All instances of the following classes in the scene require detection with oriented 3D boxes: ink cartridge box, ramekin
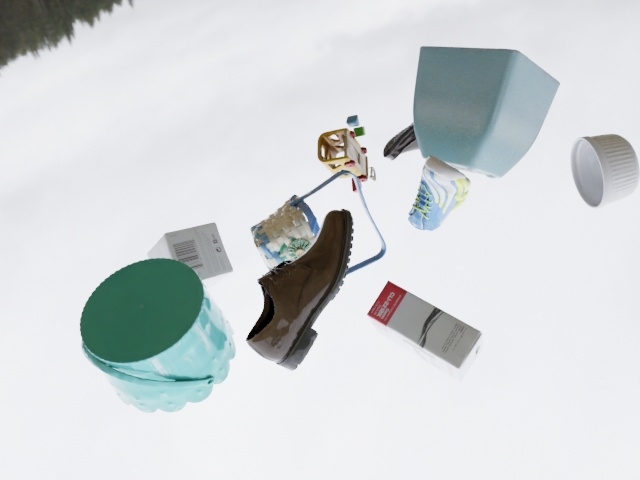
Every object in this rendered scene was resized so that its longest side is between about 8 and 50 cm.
[{"bbox_3d":[0.277,0.241,1.503,0.273,0.197,0.114,28,-103,24],"label":"ink cartridge box"},{"bbox_3d":[0.800,-0.201,1.607,0.109,0.207,0.207,-13,-149,3],"label":"ramekin"}]

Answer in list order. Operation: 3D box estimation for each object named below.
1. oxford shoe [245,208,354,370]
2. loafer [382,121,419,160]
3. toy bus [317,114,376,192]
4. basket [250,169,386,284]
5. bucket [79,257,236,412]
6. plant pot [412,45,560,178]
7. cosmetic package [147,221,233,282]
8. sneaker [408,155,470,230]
[{"bbox_3d":[-0.027,0.052,0.753,0.227,0.096,0.083,-64,-163,-7],"label":"oxford shoe"},{"bbox_3d":[0.263,-0.280,1.557,0.220,0.078,0.080,-40,-169,-18],"label":"loafer"},{"bbox_3d":[0.064,-0.219,1.551,0.104,0.202,0.191,-7,-156,22],"label":"toy bus"},{"bbox_3d":[0.000,0.000,1.382,0.289,0.254,0.201,-32,-154,-9],"label":"basket"},{"bbox_3d":[-0.321,0.182,1.128,0.281,0.183,0.281,-6,-132,6],"label":"bucket"},{"bbox_3d":[0.361,-0.285,1.327,0.248,0.252,0.247,20,-172,42],"label":"plant pot"},{"bbox_3d":[-0.360,0.060,1.565,0.151,0.151,0.184,-16,171,-35],"label":"cosmetic package"},{"bbox_3d":[0.220,-0.075,1.087,0.091,0.240,0.126,36,-84,22],"label":"sneaker"}]
